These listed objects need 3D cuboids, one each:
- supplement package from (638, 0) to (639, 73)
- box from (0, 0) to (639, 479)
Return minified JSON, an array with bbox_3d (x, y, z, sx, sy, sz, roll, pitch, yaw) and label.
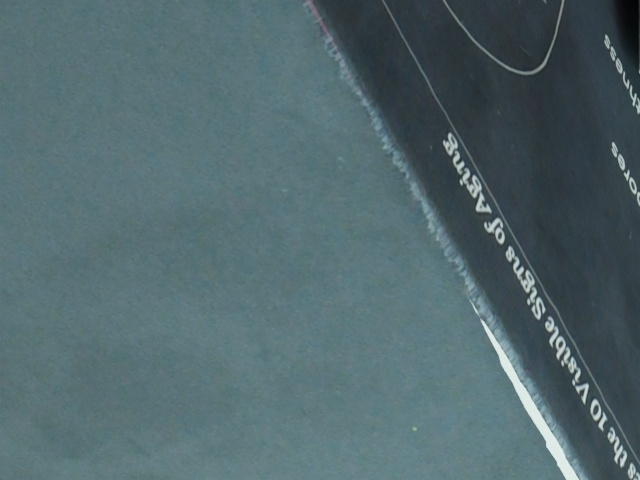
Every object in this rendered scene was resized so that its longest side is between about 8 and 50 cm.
[{"bbox_3d":[0.284,-0.139,0.881,0.194,0.149,0.203,42,44,-42],"label":"supplement package"},{"bbox_3d":[0.004,-0.090,0.825,0.480,0.297,0.472,58,32,-26],"label":"box"}]
